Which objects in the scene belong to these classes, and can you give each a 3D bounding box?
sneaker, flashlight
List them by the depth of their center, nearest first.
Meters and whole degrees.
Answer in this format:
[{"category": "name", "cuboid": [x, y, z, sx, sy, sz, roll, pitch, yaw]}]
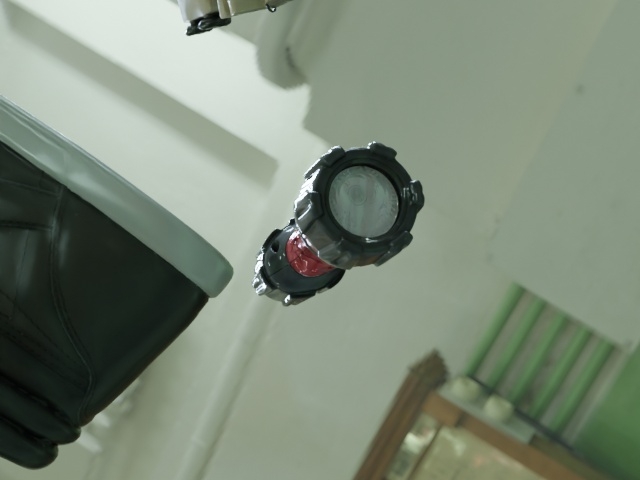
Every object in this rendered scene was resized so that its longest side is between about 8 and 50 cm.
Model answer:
[{"category": "sneaker", "cuboid": [-0.199, -0.009, 0.596, 0.147, 0.296, 0.104, -56, -10, -10]}, {"category": "flashlight", "cuboid": [0.000, 0.000, 1.195, 0.304, 0.103, 0.103, 140, 148, -69]}]

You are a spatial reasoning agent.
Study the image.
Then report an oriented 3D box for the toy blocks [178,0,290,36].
[{"category": "toy blocks", "cuboid": [0.036, -0.320, 0.855, 0.260, 0.309, 0.288, -16, 8, -24]}]
